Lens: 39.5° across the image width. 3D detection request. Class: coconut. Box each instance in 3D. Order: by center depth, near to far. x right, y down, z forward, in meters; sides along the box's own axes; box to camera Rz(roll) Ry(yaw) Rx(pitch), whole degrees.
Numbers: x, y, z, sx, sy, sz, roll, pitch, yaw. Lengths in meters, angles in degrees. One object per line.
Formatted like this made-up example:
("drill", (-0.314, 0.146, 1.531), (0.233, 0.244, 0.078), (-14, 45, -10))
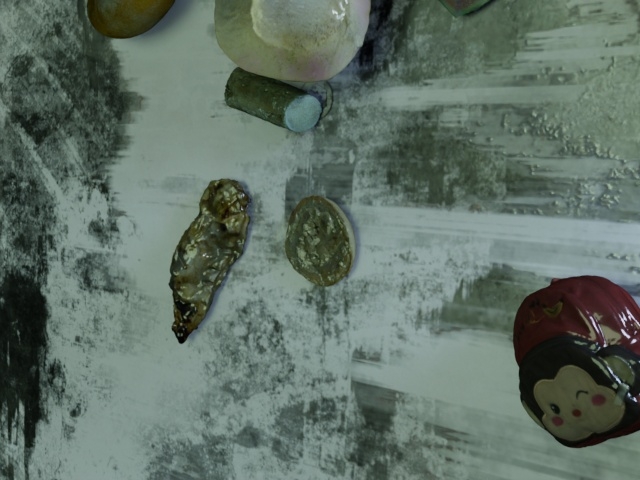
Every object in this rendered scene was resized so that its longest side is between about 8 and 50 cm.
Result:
("coconut", (-0.041, -0.362, 1.386), (0.259, 0.259, 0.259), (3, 95, 40))

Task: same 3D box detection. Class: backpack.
("backpack", (0.344, 0.148, 1.148), (0.229, 0.138, 0.229), (27, 125, 46))

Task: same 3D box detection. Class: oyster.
("oyster", (-0.218, 0.043, 1.651), (0.128, 0.078, 0.345), (32, 110, 25))

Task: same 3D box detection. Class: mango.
("mango", (-0.362, -0.489, 1.688), (0.316, 0.146, 0.193), (-24, 70, 45))

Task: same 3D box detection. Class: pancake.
("pancake", (0.000, 0.000, 1.491), (0.158, 0.028, 0.158), (5, 98, 42))

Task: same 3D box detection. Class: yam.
("yam", (-0.086, -0.239, 1.517), (0.179, 0.078, 0.078), (28, 110, 34))

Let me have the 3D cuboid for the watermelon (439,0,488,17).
("watermelon", (0.183, -0.427, 1.270), (0.231, 0.128, 0.146), (54, 154, 15))
